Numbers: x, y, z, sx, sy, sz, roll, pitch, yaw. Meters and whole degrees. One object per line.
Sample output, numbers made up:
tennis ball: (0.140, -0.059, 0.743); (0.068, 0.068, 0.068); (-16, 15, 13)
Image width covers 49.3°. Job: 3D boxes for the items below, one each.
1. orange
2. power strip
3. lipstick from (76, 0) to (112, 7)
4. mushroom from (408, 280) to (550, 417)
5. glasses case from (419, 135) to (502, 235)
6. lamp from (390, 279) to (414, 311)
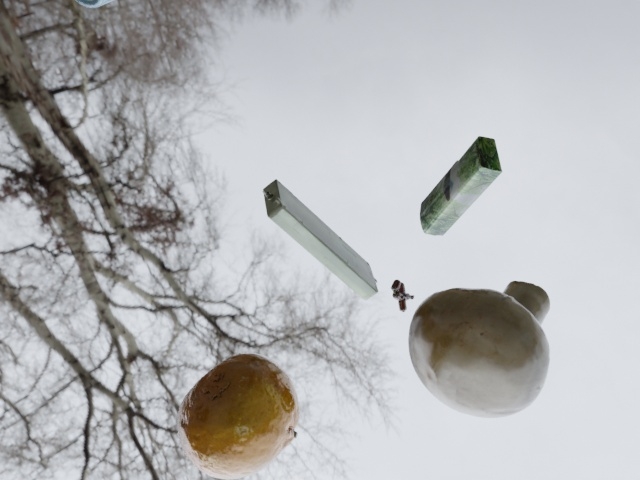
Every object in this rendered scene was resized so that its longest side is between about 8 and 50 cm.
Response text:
orange: (-0.137, 0.297, 1.181); (0.193, 0.219, 0.219); (37, -126, 21)
power strip: (0.000, 0.000, 1.486); (0.043, 0.367, 0.106); (-37, -145, 17)
lipstick: (-0.080, -0.261, 0.538); (0.061, 0.068, 0.274); (7, -139, 45)
mushroom: (0.333, 0.192, 1.403); (0.293, 0.292, 0.290); (13, -141, 32)
glasses case: (0.314, -0.120, 1.604); (0.062, 0.272, 0.095); (8, -124, -19)
lamp: (0.204, 0.133, 1.760); (0.031, 0.083, 0.063); (-11, -146, 34)
